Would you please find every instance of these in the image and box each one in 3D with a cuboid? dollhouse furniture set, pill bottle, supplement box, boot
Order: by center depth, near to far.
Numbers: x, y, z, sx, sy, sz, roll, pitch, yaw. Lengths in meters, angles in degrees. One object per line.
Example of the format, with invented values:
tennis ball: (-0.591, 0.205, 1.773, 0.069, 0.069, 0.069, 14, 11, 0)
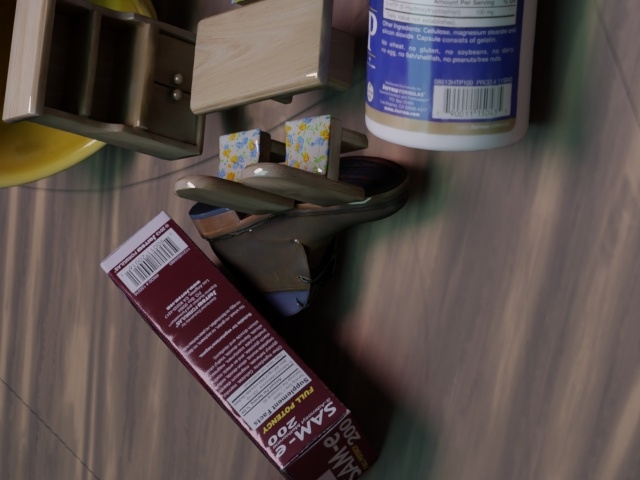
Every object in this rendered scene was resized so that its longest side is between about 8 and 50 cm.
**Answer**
pill bottle: (0.087, -0.161, 0.955, 0.112, 0.112, 0.187, 18, 114, 41)
dollhouse furniture set: (-0.094, -0.136, 1.061, 0.242, 0.161, 0.212, -7, 74, 46)
boot: (0.000, 0.000, 1.136, 0.219, 0.082, 0.106, -6, 117, 45)
supplement box: (-0.065, 0.098, 1.170, 0.239, 0.073, 0.130, 46, 171, 26)

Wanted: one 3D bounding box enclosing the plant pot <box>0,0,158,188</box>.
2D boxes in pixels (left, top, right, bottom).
plant pot: (-0.293, -0.213, 1.244, 0.239, 0.254, 0.254, 61, 137, 33)
